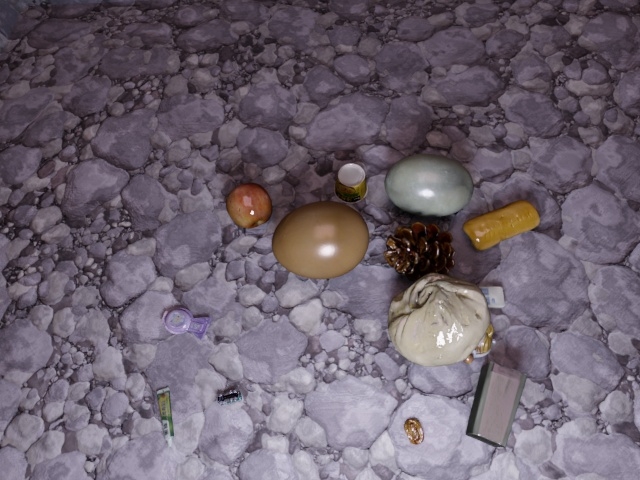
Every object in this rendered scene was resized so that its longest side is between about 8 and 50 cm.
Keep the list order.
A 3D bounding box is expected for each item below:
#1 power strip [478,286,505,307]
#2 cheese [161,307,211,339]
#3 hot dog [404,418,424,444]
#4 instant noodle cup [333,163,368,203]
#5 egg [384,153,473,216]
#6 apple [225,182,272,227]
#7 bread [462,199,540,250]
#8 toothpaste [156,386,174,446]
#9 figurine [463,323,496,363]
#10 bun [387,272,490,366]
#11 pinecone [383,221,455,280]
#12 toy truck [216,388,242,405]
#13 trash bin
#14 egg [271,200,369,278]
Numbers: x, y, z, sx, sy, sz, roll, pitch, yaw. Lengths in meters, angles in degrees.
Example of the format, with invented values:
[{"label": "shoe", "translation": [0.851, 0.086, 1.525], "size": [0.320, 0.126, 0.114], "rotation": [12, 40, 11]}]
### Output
[{"label": "power strip", "translation": [0.605, 0.219, 1.735], "size": [0.192, 0.035, 0.081], "rotation": [-1, 64, 5]}, {"label": "cheese", "translation": [-0.528, 0.319, 1.774], "size": [0.191, 0.042, 0.105], "rotation": [13, 68, 8]}, {"label": "hot dog", "translation": [0.318, 0.651, 1.550], "size": [0.058, 0.035, 0.083], "rotation": [-19, 64, -8]}, {"label": "instant noodle cup", "translation": [0.129, -0.249, 1.950], "size": [0.152, 0.122, 0.151], "rotation": [-2, 67, 4]}, {"label": "egg", "translation": [0.436, -0.222, 1.839], "size": [0.353, 0.258, 0.258], "rotation": [7, 65, 1]}, {"label": "apple", "translation": [-0.294, -0.143, 1.900], "size": [0.188, 0.188, 0.173], "rotation": [-25, 75, -7]}, {"label": "bread", "translation": [0.731, -0.070, 1.836], "size": [0.306, 0.091, 0.141], "rotation": [-23, 70, -6]}, {"label": "toothpaste", "translation": [-0.551, 0.632, 1.632], "size": [0.049, 0.031, 0.204], "rotation": [-17, 62, -4]}, {"label": "figurine", "translation": [0.483, 0.371, 1.627], "size": [0.275, 0.133, 0.193], "rotation": [-30, 43, -3]}, {"label": "bun", "translation": [0.377, 0.260, 1.544], "size": [0.362, 0.234, 0.325], "rotation": [-5, 53, 44]}, {"label": "pinecone", "translation": [0.368, 0.041, 1.718], "size": [0.244, 0.309, 0.243], "rotation": [-13, 70, 41]}, {"label": "toy truck", "translation": [-0.327, 0.569, 1.638], "size": [0.084, 0.044, 0.039], "rotation": [-16, 42, -2]}, {"label": "trash bin", "translation": [0.577, 0.547, 1.514], "size": [0.122, 0.164, 0.240], "rotation": [20, 71, 14]}, {"label": "egg", "translation": [0.000, 0.000, 1.744], "size": [0.375, 0.301, 0.300], "rotation": [-7, 64, 13]}]
